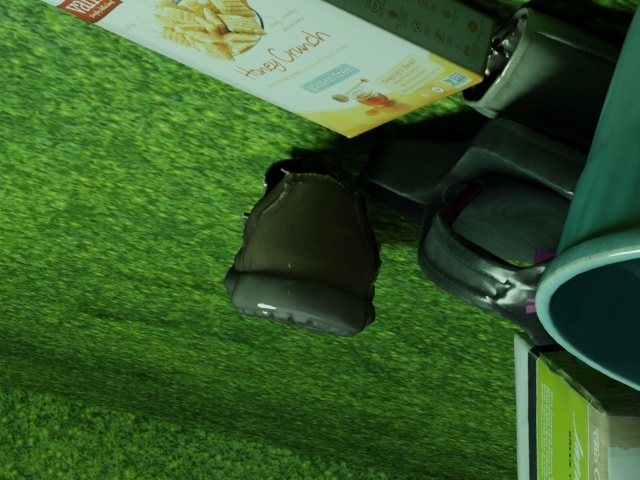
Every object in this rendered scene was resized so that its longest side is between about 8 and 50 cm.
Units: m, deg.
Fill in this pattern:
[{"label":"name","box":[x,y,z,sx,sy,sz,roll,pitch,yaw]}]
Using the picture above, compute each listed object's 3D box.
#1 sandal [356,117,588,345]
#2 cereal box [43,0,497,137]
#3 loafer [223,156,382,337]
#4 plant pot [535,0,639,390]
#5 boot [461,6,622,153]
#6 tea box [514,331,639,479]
[{"label":"sandal","box":[0.127,0.007,1.005,0.168,0.107,0.446,28,175,-11]},{"label":"cereal box","box":[-0.038,-0.141,0.945,0.240,0.047,0.173,21,163,-22]},{"label":"loafer","box":[0.000,0.000,1.269,0.134,0.130,0.366,13,-179,-5]},{"label":"plant pot","box":[0.241,-0.066,0.575,0.272,0.255,0.271,14,164,4]},{"label":"boot","box":[0.188,-0.062,0.970,0.209,0.076,0.189,11,152,-9]},{"label":"tea box","box":[0.330,0.188,1.130,0.329,0.219,0.323,-3,-174,-4]}]
